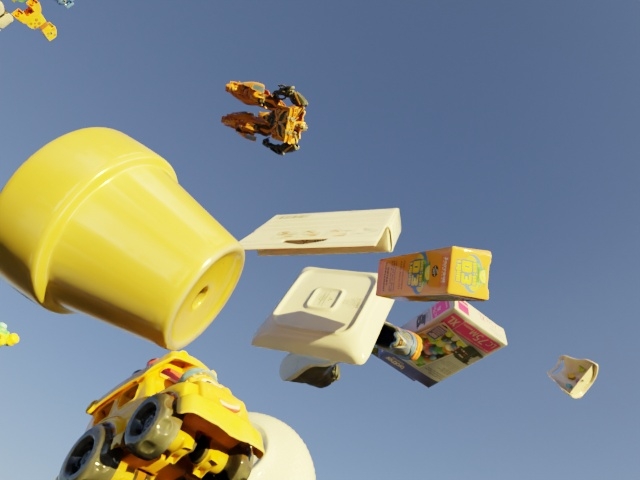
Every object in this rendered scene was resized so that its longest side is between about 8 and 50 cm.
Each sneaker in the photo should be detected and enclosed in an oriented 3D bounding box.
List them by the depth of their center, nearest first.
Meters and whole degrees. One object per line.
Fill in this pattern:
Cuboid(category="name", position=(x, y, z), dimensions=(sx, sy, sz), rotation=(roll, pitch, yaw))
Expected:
Cuboid(category="sneaker", position=(0.141, 0.222, 1.111), dimensions=(0.087, 0.083, 0.221), rotation=(31, -16, -36))
Cuboid(category="sneaker", position=(0.026, 0.340, 1.322), dimensions=(0.147, 0.105, 0.295), rotation=(25, -47, -35))

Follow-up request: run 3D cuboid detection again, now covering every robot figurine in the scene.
Cuboid(category="robot figurine", position=(-0.170, -0.383, 1.414), dimensions=(0.291, 0.085, 0.211), rotation=(24, -65, 26))

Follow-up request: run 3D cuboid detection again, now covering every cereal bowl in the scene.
Cuboid(category="cereal bowl", position=(-0.178, 0.476, 0.943), dimensions=(0.339, 0.339, 0.141), rotation=(1, -67, 9))

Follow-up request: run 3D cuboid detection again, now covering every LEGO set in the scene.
Cuboid(category="LEGO set", position=(-0.607, -0.504, 1.002), dimensions=(0.087, 0.227, 0.093), rotation=(42, -15, 9))

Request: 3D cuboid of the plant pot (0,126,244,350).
Cuboid(category="plant pot", position=(-0.246, 0.016, 0.619), dimensions=(0.239, 0.254, 0.254), rotation=(31, -45, 11))

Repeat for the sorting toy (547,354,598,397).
Cuboid(category="sorting toy", position=(0.514, 0.275, 0.945), dimensions=(0.083, 0.075, 0.045), rotation=(-48, -53, -5))

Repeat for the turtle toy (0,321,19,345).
Cuboid(category="turtle toy", position=(-0.720, 0.207, 0.977), dimensions=(0.095, 0.066, 0.130), rotation=(-23, -8, -8))

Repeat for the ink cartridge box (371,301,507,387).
Cuboid(category="ink cartridge box", position=(0.285, 0.273, 1.169), dimensions=(0.186, 0.065, 0.311), rotation=(35, -53, -17))

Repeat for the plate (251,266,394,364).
Cuboid(category="plate", position=(0.016, 0.145, 1.038), dimensions=(0.278, 0.277, 0.045), rotation=(3, -55, 28))

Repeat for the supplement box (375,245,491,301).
Cuboid(category="supplement box", position=(0.180, 0.061, 0.775), dimensions=(0.080, 0.078, 0.233), rotation=(12, -12, -20))

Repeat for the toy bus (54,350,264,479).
Cuboid(category="toy bus", position=(-0.191, 0.219, 0.579), dimensions=(0.220, 0.211, 0.149), rotation=(-34, -58, 13))

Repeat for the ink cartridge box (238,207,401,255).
Cuboid(category="ink cartridge box", position=(0.000, 0.000, 0.873), dimensions=(0.275, 0.239, 0.060), rotation=(-2, -71, 19))
